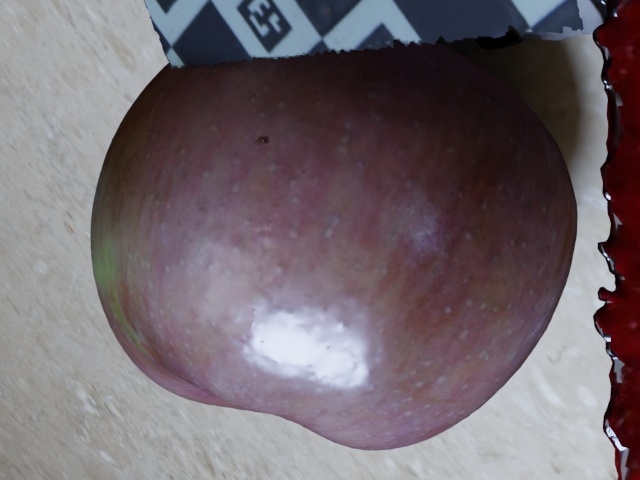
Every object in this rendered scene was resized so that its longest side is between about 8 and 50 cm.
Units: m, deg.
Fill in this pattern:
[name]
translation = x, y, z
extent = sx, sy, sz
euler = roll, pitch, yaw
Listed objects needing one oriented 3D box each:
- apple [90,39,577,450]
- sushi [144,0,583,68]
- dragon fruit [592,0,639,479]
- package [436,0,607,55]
[apple]
translation = 0.000, 0.000, 0.773
extent = 0.305, 0.235, 0.306
euler = 18, 171, 3
[sushi]
translation = -0.016, -0.222, 0.560
extent = 0.294, 0.059, 0.292
euler = 8, 125, 48
[dragon fruit]
translation = 0.234, 0.018, 0.522
extent = 0.100, 0.282, 0.344
euler = -109, 17, -85
[package]
translation = 0.047, -0.215, 0.713
extent = 0.204, 0.062, 0.251
euler = -3, 116, 52
